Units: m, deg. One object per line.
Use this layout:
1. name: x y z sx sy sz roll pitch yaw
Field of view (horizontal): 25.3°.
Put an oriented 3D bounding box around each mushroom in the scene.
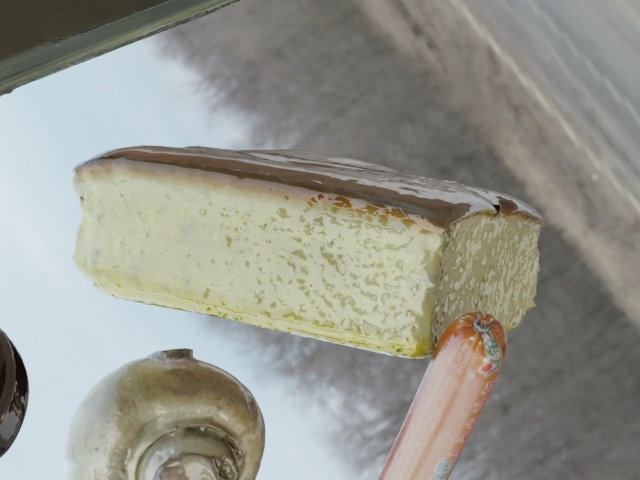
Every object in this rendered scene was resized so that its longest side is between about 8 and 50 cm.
1. mushroom: -0.178 0.245 1.654 0.255 0.255 0.184 54 177 -24

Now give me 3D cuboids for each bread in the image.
1. bread: 0.000 0.000 1.244 0.323 0.333 0.143 -5 -76 -68

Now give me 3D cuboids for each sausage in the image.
1. sausage: 0.088 0.164 1.150 0.053 0.053 0.348 58 151 29

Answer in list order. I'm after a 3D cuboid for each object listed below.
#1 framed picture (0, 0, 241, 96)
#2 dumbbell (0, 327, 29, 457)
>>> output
1. framed picture: -0.131 -0.168 0.688 0.252 0.197 0.014 48 153 34
2. dumbbell: -0.255 0.039 0.748 0.124 0.140 0.225 45 162 42
